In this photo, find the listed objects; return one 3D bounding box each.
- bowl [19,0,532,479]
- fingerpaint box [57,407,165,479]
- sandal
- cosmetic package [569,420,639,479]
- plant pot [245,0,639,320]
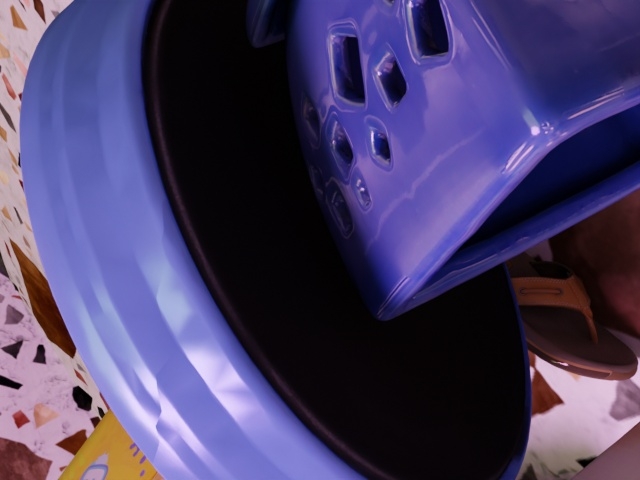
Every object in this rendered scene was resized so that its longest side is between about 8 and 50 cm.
[{"bbox_3d":[0.000,0.000,0.692,0.077,0.391,0.391,-28,92,29],"label":"bowl"},{"bbox_3d":[-0.093,0.345,1.052,0.371,0.445,0.163,44,159,-27],"label":"fingerpaint box"},{"bbox_3d":[0.159,0.033,0.839,0.180,0.072,0.049,49,132,30],"label":"sandal"},{"bbox_3d":[0.208,0.200,0.641,0.129,0.296,0.153,8,124,58],"label":"cosmetic package"},{"bbox_3d":[0.099,-0.125,0.580,0.212,0.236,0.236,60,157,13],"label":"plant pot"}]
